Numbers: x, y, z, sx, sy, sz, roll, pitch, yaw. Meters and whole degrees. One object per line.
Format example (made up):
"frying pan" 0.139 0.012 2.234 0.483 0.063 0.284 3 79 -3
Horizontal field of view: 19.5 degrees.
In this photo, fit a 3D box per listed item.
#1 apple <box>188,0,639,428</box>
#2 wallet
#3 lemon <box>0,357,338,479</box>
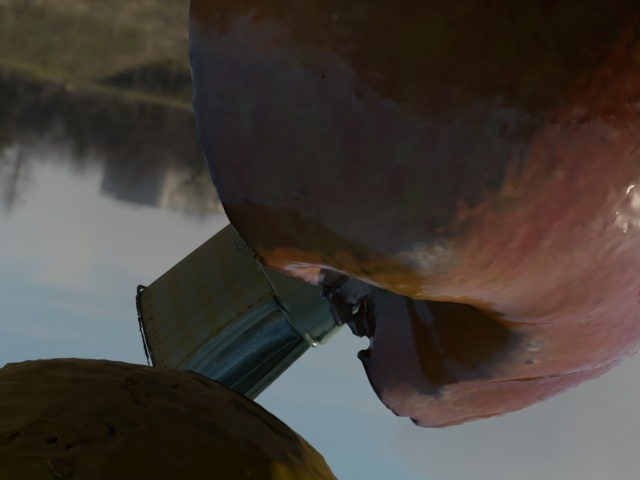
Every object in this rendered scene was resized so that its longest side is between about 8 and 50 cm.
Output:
"apple" 0.093 -0.066 0.722 0.163 0.251 0.293 -4 155 33
"wallet" 0.000 0.000 1.420 0.077 0.309 0.223 49 -172 -20
"lemon" -0.100 0.175 0.803 0.253 0.253 0.310 13 -175 18
